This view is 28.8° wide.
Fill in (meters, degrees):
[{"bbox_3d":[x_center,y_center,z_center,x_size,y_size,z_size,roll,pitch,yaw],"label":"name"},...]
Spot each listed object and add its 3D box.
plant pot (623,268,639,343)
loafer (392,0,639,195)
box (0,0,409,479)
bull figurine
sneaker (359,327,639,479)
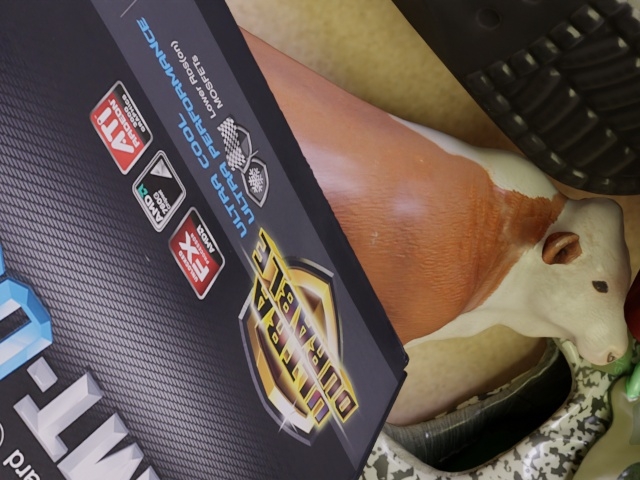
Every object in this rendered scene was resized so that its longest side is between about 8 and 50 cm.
[{"bbox_3d":[0.295,-0.006,0.536,0.267,0.267,0.236,42,146,-8],"label":"plant pot"},{"bbox_3d":[0.058,-0.182,0.533,0.133,0.130,0.366,-18,121,41],"label":"loafer"},{"bbox_3d":[-0.096,0.036,0.394,0.073,0.293,0.296,-8,124,31],"label":"box"},{"bbox_3d":[0.000,0.000,0.602,0.310,0.101,0.188,30,110,-18],"label":"bull figurine"},{"bbox_3d":[0.188,0.101,0.697,0.410,0.158,0.182,-23,107,-7],"label":"sneaker"}]
